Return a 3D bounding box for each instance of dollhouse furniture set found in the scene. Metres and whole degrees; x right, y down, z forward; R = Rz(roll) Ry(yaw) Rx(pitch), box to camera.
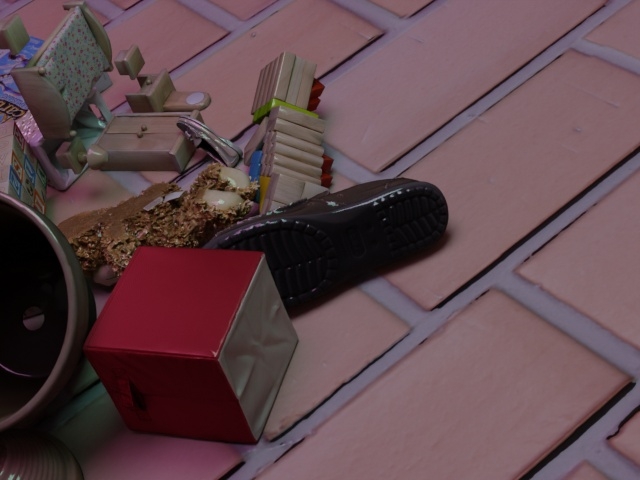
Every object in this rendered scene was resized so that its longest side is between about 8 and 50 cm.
[{"bbox_3d":[-0.333,-0.291,1.959,0.174,0.355,0.303,2,46,23],"label":"dollhouse furniture set"}]

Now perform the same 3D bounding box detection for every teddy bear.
[{"bbox_3d":[-0.245,-0.014,1.798,0.338,0.113,0.245,-26,25,-2],"label":"teddy bear"}]

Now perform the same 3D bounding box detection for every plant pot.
[{"bbox_3d":[-0.437,0.103,1.607,0.323,0.280,0.323,-1,83,9],"label":"plant pot"},{"bbox_3d":[-0.438,0.326,1.538,0.237,0.110,0.237,-12,43,11],"label":"plant pot"}]

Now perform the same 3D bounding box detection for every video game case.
[{"bbox_3d":[-0.576,-0.282,2.267,0.269,0.061,0.244,23,58,38],"label":"video game case"}]

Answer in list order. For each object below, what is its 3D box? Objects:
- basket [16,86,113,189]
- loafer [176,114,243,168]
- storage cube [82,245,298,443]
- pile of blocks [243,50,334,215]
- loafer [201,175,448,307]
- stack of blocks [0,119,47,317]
[{"bbox_3d":[-0.457,-0.186,2.083,0.103,0.113,0.167,12,51,37],"label":"basket"},{"bbox_3d":[-0.190,-0.163,1.971,0.125,0.045,0.039,31,69,5],"label":"loafer"},{"bbox_3d":[-0.165,0.138,1.570,0.193,0.183,0.215,2,46,22],"label":"storage cube"},{"bbox_3d":[-0.043,-0.138,1.891,0.113,0.149,0.362,18,50,-21],"label":"pile of blocks"},{"bbox_3d":[0.000,0.000,1.712,0.366,0.134,0.130,-14,18,-7],"label":"loafer"},{"bbox_3d":[-0.499,-0.034,1.893,0.087,0.171,0.297,-17,41,4],"label":"stack of blocks"}]
